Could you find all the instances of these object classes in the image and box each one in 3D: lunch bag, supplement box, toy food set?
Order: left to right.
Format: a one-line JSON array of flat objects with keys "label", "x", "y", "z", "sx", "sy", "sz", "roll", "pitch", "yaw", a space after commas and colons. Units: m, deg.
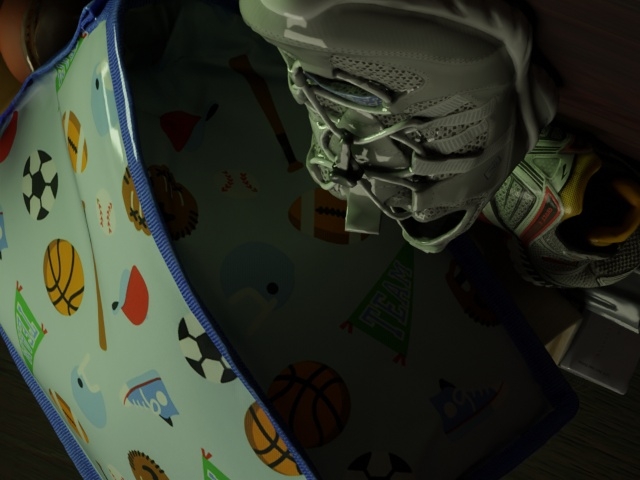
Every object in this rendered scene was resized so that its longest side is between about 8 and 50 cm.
[{"label": "lunch bag", "x": -0.066, "y": 0.034, "z": 1.115, "sx": 0.385, "sy": 0.239, "sz": 0.328, "roll": 54, "pitch": 147, "yaw": -1}, {"label": "toy food set", "x": 0.090, "y": 0.025, "z": 1.289, "sx": 0.220, "sy": 0.092, "sz": 0.306, "roll": 49, "pitch": 175, "yaw": 12}, {"label": "supplement box", "x": 0.207, "y": 0.042, "z": 1.501, "sx": 0.073, "sy": 0.130, "sz": 0.239, "roll": 25, "pitch": 179, "yaw": -29}]

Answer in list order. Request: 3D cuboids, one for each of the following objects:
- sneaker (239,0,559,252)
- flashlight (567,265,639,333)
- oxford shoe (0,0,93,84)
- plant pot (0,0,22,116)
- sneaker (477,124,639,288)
[{"label": "sneaker", "x": 0.040, "y": -0.056, "z": 0.755, "sx": 0.105, "sy": 0.115, "sz": 0.281, "roll": 23, "pitch": 179, "yaw": 27}, {"label": "flashlight", "x": 0.321, "y": 0.070, "z": 1.135, "sx": 0.304, "sy": 0.103, "sz": 0.103, "roll": 23, "pitch": 179, "yaw": 16}, {"label": "oxford shoe", "x": -0.084, "y": -0.097, "z": 1.285, "sx": 0.132, "sy": 0.130, "sz": 0.363, "roll": 15, "pitch": 174, "yaw": 40}, {"label": "plant pot", "x": -0.326, "y": -0.129, "z": 1.518, "sx": 0.203, "sy": 0.291, "sz": 0.291, "roll": 40, "pitch": 176, "yaw": -8}, {"label": "sneaker", "x": 0.162, "y": -0.011, "z": 1.033, "sx": 0.092, "sy": 0.088, "sz": 0.225, "roll": 22, "pitch": 178, "yaw": 31}]
